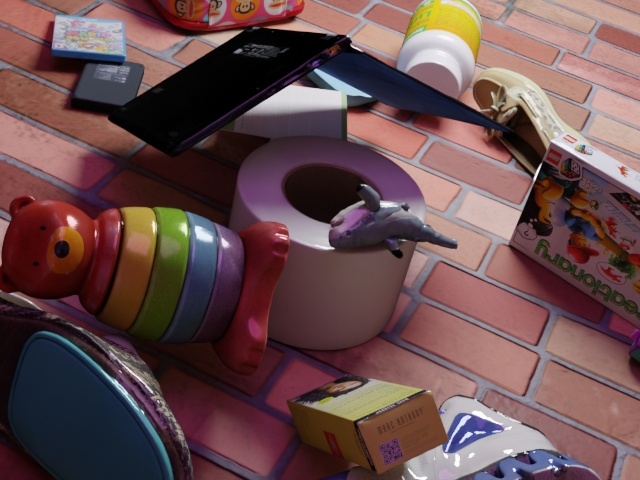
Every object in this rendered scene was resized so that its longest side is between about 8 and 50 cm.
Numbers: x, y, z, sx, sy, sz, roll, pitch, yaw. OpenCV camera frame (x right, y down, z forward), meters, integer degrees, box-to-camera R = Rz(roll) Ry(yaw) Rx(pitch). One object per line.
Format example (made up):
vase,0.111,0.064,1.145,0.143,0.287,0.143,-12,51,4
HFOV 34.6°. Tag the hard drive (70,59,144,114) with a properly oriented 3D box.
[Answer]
hard drive,-0.341,-0.250,1.654,0.094,0.022,0.135,10,39,-6

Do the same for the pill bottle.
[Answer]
pill bottle,0.210,-0.329,1.827,0.136,0.136,0.245,16,39,3

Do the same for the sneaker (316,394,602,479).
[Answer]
sneaker,0.126,0.265,1.110,0.316,0.127,0.182,-8,19,-6

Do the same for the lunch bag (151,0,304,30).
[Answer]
lunch bag,-0.192,-0.509,1.935,0.293,0.120,0.258,-15,47,-31

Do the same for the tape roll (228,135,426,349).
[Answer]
tape roll,0.000,0.000,1.340,0.246,0.169,0.246,8,39,-7

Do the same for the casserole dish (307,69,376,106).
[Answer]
casserole dish,0.036,-0.290,1.807,0.114,0.037,0.188,-19,48,-34

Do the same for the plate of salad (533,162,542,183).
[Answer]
plate of salad,0.422,-0.054,1.615,0.200,0.048,0.199,7,61,-13

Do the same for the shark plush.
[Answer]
shark plush,0.083,-0.006,1.221,0.161,0.073,0.067,18,55,-29

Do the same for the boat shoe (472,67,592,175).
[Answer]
boat shoe,0.345,-0.189,1.726,0.089,0.104,0.285,-22,54,-31

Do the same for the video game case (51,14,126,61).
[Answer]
video game case,-0.391,-0.343,1.735,0.119,0.015,0.166,2,30,-14

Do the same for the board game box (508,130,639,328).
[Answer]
board game box,0.430,0.003,1.449,0.305,0.193,0.053,35,43,25

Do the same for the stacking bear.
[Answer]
stacking bear,-0.207,0.031,1.139,0.289,0.175,0.164,14,-2,-22

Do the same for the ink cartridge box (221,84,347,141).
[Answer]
ink cartridge box,-0.074,-0.191,1.639,0.235,0.056,0.171,6,39,-4

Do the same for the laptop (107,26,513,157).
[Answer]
laptop,-0.031,-0.164,1.428,0.408,0.236,0.382,-34,22,-12

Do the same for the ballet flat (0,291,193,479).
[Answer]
ballet flat,-0.316,0.130,1.118,0.483,0.164,0.182,24,17,14

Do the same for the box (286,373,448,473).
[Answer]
box,0.042,0.189,1.088,0.087,0.058,0.232,-21,5,-20

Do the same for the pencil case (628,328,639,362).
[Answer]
pencil case,0.485,0.171,1.365,0.152,0.064,0.070,40,20,29
